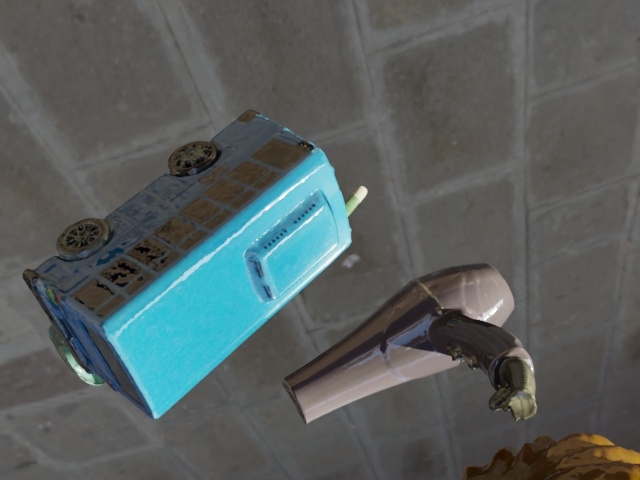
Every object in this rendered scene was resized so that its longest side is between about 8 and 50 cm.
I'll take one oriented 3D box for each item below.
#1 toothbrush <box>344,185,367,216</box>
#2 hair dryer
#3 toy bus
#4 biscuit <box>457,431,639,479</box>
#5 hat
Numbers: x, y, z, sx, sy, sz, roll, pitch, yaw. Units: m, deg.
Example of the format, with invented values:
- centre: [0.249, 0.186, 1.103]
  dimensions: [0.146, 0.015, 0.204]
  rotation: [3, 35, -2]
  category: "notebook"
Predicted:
- centre: [0.000, 0.000, 1.185]
  dimensions: [0.018, 0.257, 0.024]
  rotation: [35, 140, 6]
  category: "toothbrush"
- centre: [0.129, 0.134, 0.956]
  dimensions: [0.301, 0.121, 0.361]
  rotation: [-28, -170, -12]
  category: "hair dryer"
- centre: [-0.069, 0.009, 0.525]
  dimensions: [0.184, 0.106, 0.090]
  rotation: [-41, 134, -25]
  category: "toy bus"
- centre: [0.165, 0.280, 0.762]
  dimensions: [0.325, 0.107, 0.326]
  rotation: [-32, -175, 3]
  category: "biscuit"
- centre: [-0.505, 0.225, 1.828]
  dimensions: [0.078, 0.191, 0.138]
  rotation: [-49, 132, -5]
  category: "hat"
